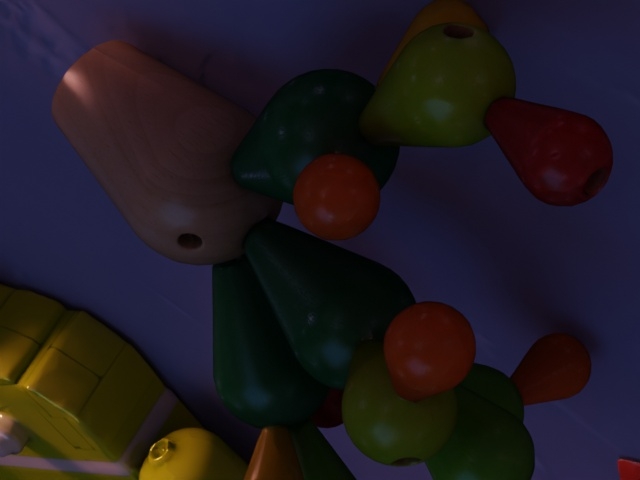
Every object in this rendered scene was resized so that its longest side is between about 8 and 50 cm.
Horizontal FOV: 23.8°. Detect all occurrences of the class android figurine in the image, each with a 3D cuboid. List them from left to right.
[{"bbox_3d":[-0.113,0.110,0.701,0.248,0.056,0.273,-2,137,42],"label":"android figurine"}]

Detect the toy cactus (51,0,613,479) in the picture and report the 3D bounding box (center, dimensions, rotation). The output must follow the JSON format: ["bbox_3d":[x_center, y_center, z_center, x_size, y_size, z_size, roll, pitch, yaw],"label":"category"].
[{"bbox_3d":[0.000,0.000,0.435,0.180,0.112,0.219,42,155,21],"label":"toy cactus"}]

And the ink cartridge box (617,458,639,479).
[{"bbox_3d":[0.196,0.186,0.541,0.189,0.066,0.232,12,147,30],"label":"ink cartridge box"}]
